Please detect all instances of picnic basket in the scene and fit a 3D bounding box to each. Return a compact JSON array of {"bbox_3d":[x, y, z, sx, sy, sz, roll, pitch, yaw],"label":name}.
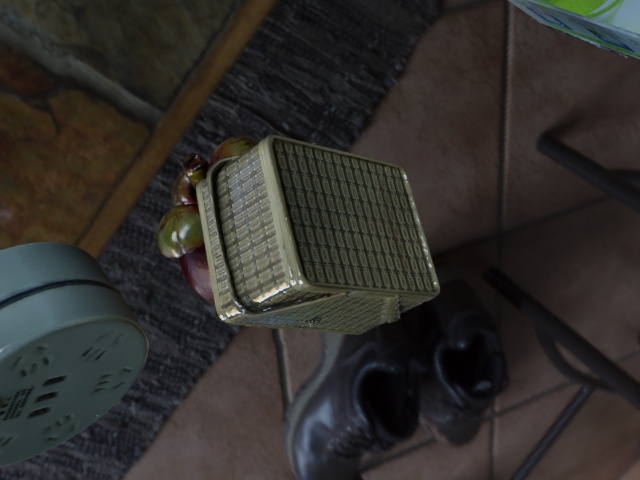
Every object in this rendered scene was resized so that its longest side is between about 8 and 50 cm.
[{"bbox_3d":[0.000,0.000,0.651,0.164,0.115,0.079,8,150,-46],"label":"picnic basket"}]

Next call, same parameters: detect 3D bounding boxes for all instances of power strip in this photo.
[{"bbox_3d":[-0.422,0.170,1.344,0.357,0.161,0.357,-31,153,-18],"label":"power strip"}]

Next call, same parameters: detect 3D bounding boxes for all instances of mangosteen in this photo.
[{"bbox_3d":[-0.084,-0.019,0.977,0.200,0.200,0.199,-14,125,-21],"label":"mangosteen"}]

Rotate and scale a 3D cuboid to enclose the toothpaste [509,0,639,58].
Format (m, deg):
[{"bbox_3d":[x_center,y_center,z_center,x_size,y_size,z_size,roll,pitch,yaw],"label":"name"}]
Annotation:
[{"bbox_3d":[0.262,-0.159,0.665,0.081,0.336,0.067,18,104,-38],"label":"toothpaste"}]
